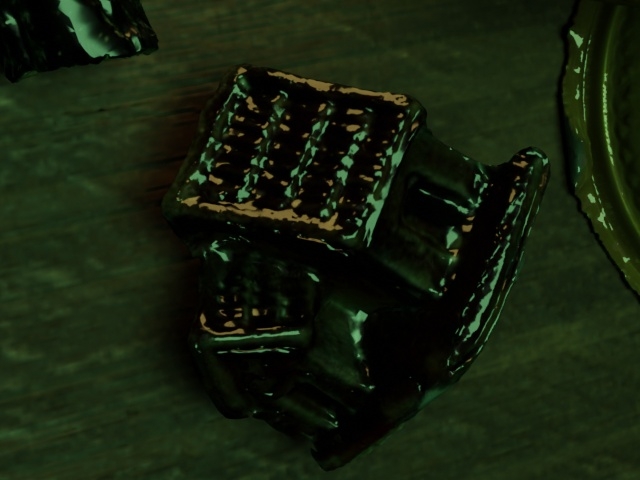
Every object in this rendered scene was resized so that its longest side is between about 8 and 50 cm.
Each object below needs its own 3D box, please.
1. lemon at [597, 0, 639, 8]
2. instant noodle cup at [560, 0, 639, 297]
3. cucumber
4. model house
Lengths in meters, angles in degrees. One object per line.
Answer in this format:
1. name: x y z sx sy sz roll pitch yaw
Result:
1. lemon: 0.187 -0.244 0.854 0.316 0.285 0.285 0 92 -2
2. instant noodle cup: 0.264 -0.076 0.994 0.274 0.091 0.274 -1 91 -29
3. cucumber: -0.163 -0.199 0.764 0.072 0.072 0.300 -35 107 -23
4. model house: -0.002 0.007 0.840 0.152 0.106 0.165 30 73 -28
